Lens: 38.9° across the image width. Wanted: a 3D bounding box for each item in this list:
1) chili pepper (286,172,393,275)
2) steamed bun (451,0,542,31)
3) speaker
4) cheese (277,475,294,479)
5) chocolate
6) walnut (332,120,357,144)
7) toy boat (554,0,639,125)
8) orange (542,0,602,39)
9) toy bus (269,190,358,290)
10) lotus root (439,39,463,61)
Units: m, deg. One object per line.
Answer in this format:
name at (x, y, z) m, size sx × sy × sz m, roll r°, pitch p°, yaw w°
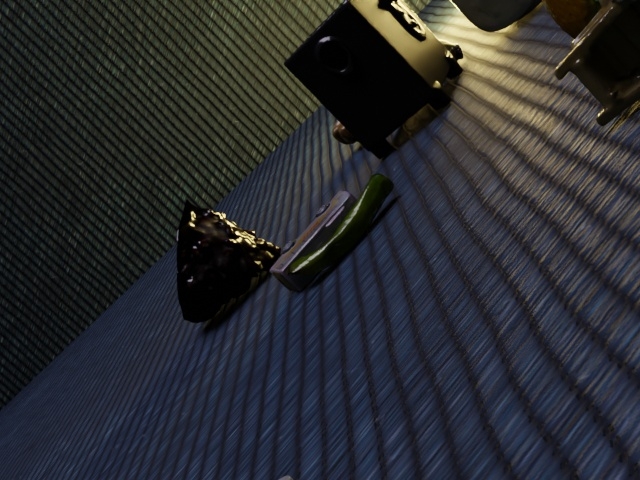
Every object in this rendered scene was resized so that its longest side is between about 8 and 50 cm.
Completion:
chili pepper at (0.034, -0.013, 1.304) m, size 0.201 × 0.050 × 0.052 m, roll -48°, pitch -3°, yaw -11°
steamed bun at (0.302, -0.503, 1.676) m, size 0.200 × 0.225 × 0.170 m, roll -53°, pitch 13°, yaw -30°
speaker at (0.105, -0.321, 1.651) m, size 0.184 × 0.254 × 0.232 m, roll -39°, pitch 12°, yaw 31°
cheese at (-0.070, 0.265, 0.650) m, size 0.127 × 0.050 × 0.255 m, roll -40°, pitch 10°, yaw 30°
chocolate at (-0.161, 0.047, 1.658) m, size 0.177 × 0.206 × 0.224 m, roll 0°, pitch 29°, yaw 1°
walnut at (0.103, -0.264, 1.930) m, size 0.170 × 0.069 × 0.143 m, roll -35°, pitch 17°, yaw 21°
toy boat at (0.388, -0.257, 0.750) m, size 0.445 × 0.136 × 0.162 m, roll -41°, pitch 6°, yaw 40°
orange at (0.335, -0.321, 1.001) m, size 0.237 × 0.179 × 0.158 m, roll -47°, pitch 14°, yaw -5°
toy bus at (0.000, 0.000, 1.362) m, size 0.172 × 0.057 × 0.072 m, roll -48°, pitch 16°, yaw -12°
lotus root at (0.201, -0.350, 1.818) m, size 0.179 × 0.080 × 0.089 m, roll -19°, pitch 17°, yaw 25°
